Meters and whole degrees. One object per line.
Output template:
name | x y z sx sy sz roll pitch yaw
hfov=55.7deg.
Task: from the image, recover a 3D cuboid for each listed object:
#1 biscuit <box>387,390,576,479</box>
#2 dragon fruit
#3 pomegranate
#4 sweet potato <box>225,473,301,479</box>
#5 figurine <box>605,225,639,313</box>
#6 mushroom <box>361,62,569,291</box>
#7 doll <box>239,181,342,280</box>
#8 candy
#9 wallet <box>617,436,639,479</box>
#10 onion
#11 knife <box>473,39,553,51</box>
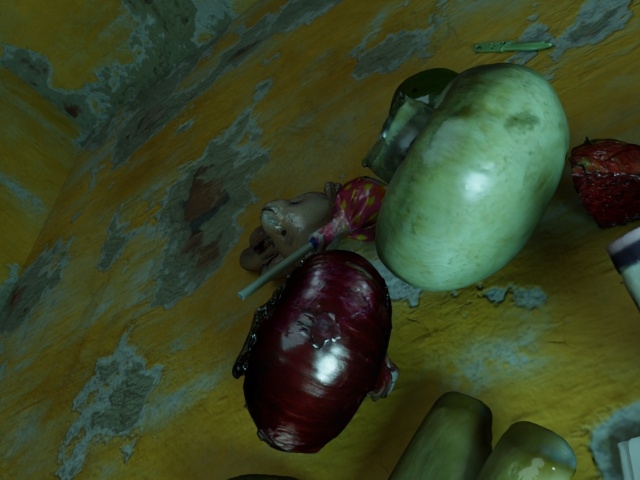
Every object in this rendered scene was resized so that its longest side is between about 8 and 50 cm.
biscuit | 0.140 0.318 0.690 0.290 0.062 0.237 -56 17 -11
dragon fruit | 0.400 -0.099 0.802 0.121 0.161 0.127 -24 51 32
pomegranate | 0.237 -0.222 1.099 0.226 0.187 0.186 -2 48 11
sweet potato | -0.070 0.398 0.877 0.286 0.085 0.111 -9 82 28
figurine | 0.463 0.038 0.519 0.362 0.253 0.210 -32 45 14
mushroom | 0.196 -0.099 0.867 0.352 0.261 0.352 -62 -3 -5
doll | -0.090 -0.017 1.246 0.303 0.156 0.201 -14 52 45
candy | 0.000 0.000 1.057 0.365 0.124 0.124 -37 26 -33
wallet | 0.340 0.260 0.612 0.061 0.025 0.122 -27 39 37
onion | 0.006 0.164 0.884 0.314 0.233 0.313 24 -90 -86
knife | 0.388 -0.397 1.232 0.030 0.014 0.207 -55 34 -9
